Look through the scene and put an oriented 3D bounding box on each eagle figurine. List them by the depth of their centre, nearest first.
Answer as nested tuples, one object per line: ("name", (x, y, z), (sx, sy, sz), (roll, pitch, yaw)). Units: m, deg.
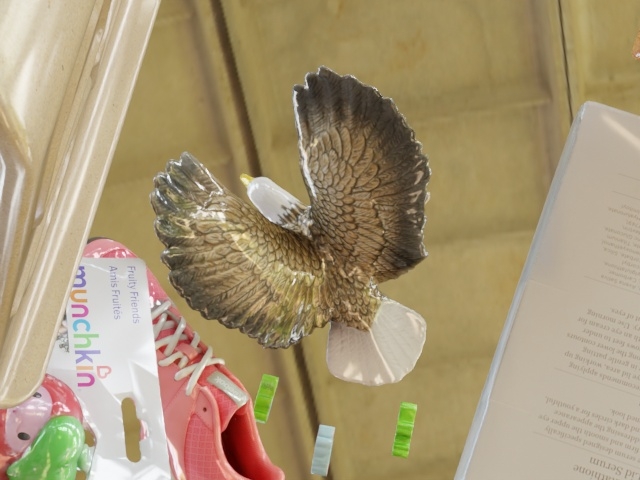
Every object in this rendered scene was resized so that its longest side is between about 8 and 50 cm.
("eagle figurine", (-0.010, -0.004, 1.346), (0.225, 0.226, 0.298), (10, -15, 14))

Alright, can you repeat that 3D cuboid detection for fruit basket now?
("fruit basket", (-0.291, 0.138, 1.099), (0.353, 0.327, 0.165), (-1, -34, -14))

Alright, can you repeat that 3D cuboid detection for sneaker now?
("sneaker", (-0.127, 0.127, 1.351), (0.136, 0.116, 0.314), (-14, -72, 43))

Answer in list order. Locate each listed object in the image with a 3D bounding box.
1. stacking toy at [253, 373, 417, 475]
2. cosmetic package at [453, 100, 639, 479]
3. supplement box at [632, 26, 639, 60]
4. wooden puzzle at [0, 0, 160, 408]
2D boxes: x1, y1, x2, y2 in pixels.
("stacking toy", (-0.003, 0.256, 1.488), (0.167, 0.052, 0.221), (12, -82, 2))
("cosmetic package", (0.279, 0.118, 0.797), (0.377, 0.097, 0.284), (19, -96, 7))
("supplement box", (0.233, -0.146, 0.721), (0.080, 0.233, 0.078), (21, -100, 2))
("wooden puzzle", (-0.130, -0.118, 0.685), (0.080, 0.322, 0.348), (15, -26, -5))
